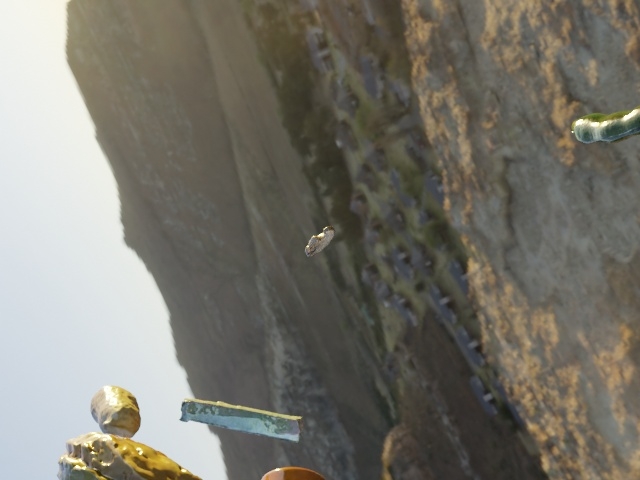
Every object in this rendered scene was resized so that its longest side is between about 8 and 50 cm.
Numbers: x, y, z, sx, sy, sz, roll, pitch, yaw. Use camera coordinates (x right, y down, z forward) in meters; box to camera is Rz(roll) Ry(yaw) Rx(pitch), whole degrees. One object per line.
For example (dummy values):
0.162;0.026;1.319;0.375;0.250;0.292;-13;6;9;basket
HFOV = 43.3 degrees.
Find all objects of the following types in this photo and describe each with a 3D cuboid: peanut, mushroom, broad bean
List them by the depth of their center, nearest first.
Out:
0.390;-0.156;1.024;0.039;0.069;0.227;29;162;-16;broad bean
0.000;0.000;1.630;0.101;0.049;0.019;-48;65;44;mushroom
-0.428;0.359;1.689;0.099;0.099;0.214;66;164;-10;peanut

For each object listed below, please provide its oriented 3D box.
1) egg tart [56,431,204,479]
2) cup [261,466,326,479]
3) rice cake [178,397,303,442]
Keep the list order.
-0.121;0.282;0.703;0.294;0.123;0.294;29;155;15;egg tart
-0.073;0.542;1.431;0.226;0.182;0.264;30;-140;-25;cup
-0.132;0.302;1.364;0.034;0.211;0.043;129;153;-83;rice cake
